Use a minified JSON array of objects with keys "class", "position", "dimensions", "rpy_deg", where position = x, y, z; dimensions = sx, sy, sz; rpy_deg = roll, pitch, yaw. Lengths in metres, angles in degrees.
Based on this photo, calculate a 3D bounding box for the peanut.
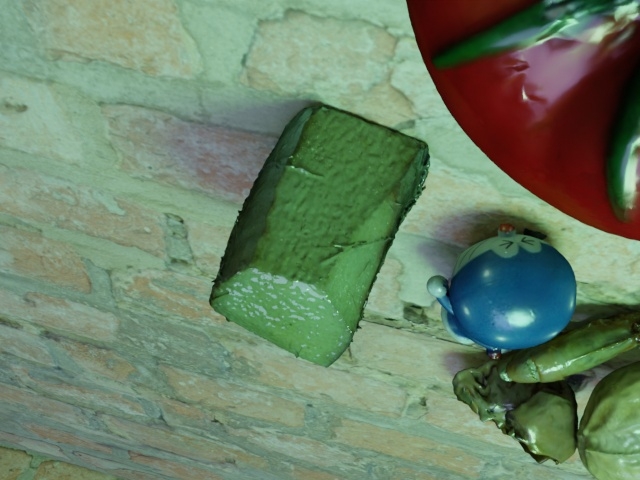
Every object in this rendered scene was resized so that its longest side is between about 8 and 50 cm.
[{"class":"peanut","position":[0.508,0.229,0.998],"dimensions":[0.340,0.158,0.174],"rpy_deg":[-42,88,22]}]

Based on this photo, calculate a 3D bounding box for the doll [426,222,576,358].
[{"class":"doll","position":[0.255,0.079,0.972],"dimensions":[0.215,0.161,0.257],"rpy_deg":[4,162,-3]}]

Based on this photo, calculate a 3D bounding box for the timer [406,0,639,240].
[{"class":"timer","position":[0.242,-0.187,0.430],"dimensions":[0.377,0.279,0.378],"rpy_deg":[15,118,29]}]

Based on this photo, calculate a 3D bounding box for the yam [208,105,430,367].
[{"class":"yam","position":[-0.004,0.001,0.861],"dimensions":[0.202,0.271,0.201],"rpy_deg":[23,145,0]}]

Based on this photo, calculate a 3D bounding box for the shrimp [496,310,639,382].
[{"class":"shrimp","position":[0.390,0.151,1.033],"dimensions":[0.267,0.145,0.061],"rpy_deg":[-26,86,18]}]

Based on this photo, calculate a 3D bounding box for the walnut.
[{"class":"walnut","position":[0.352,0.282,1.185],"dimensions":[0.204,0.141,0.238],"rpy_deg":[44,172,-28]}]
